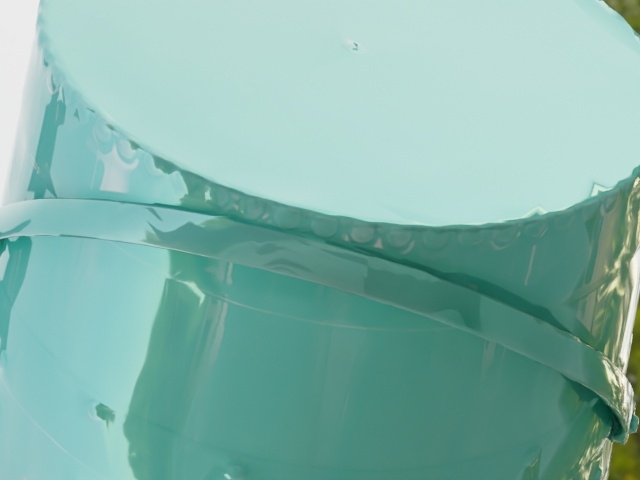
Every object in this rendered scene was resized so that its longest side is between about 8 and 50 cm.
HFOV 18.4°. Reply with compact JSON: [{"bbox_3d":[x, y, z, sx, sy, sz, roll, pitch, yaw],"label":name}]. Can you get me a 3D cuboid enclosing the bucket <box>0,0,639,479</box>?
[{"bbox_3d":[0.000,0.000,0.781,0.281,0.281,0.183,-17,-47,-34],"label":"bucket"}]
